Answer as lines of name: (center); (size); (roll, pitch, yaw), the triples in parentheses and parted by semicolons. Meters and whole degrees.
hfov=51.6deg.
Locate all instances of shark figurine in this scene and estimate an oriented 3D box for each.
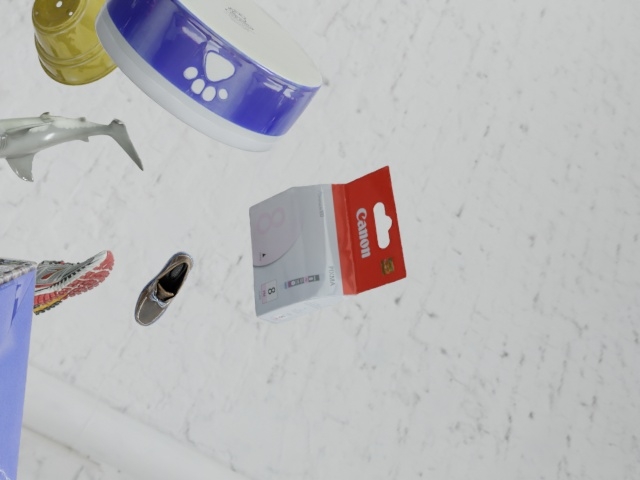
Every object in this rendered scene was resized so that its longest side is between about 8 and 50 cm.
shark figurine: (-0.443, -0.148, 1.068); (0.166, 0.278, 0.116); (34, -53, 52)

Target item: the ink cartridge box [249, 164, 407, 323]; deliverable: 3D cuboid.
ink cartridge box: (0.000, 0.000, 0.969); (0.232, 0.066, 0.189); (-25, -122, 33)

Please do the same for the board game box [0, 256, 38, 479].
board game box: (-0.418, 0.121, 0.556); (0.141, 0.291, 0.232); (-114, -148, -82)

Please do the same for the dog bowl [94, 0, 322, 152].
dog bowl: (-0.129, -0.234, 0.810); (0.104, 0.265, 0.265); (-48, -163, 23)

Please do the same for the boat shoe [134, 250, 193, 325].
boat shoe: (-0.332, 0.104, 1.382); (0.183, 0.066, 0.066); (-58, -165, 2)

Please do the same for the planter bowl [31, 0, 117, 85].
planter bowl: (-0.425, -0.384, 1.139); (0.217, 0.217, 0.090); (-60, 158, -4)

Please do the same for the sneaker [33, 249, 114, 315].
sneaker: (-0.524, 0.069, 1.328); (0.225, 0.092, 0.088); (-24, 167, 0)
